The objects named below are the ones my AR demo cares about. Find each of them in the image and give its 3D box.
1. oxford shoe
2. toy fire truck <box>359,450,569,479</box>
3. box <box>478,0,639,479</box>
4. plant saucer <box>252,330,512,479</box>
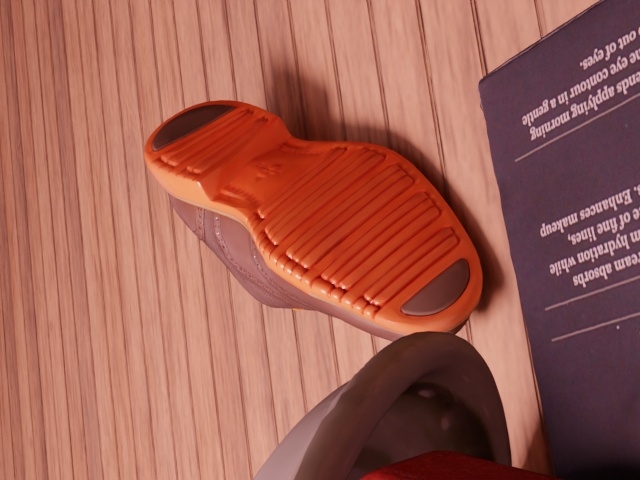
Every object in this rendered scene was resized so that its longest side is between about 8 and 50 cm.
[{"bbox_3d":[0.000,0.000,0.904,0.363,0.130,0.133,35,153,47],"label":"oxford shoe"},{"bbox_3d":[0.078,0.215,0.338,0.254,0.169,0.302,3,95,53],"label":"toy fire truck"},{"bbox_3d":[0.242,0.032,0.378,0.343,0.179,0.312,-28,66,58],"label":"box"},{"bbox_3d":[0.000,0.241,0.609,0.100,0.400,0.400,7,98,25],"label":"plant saucer"}]
